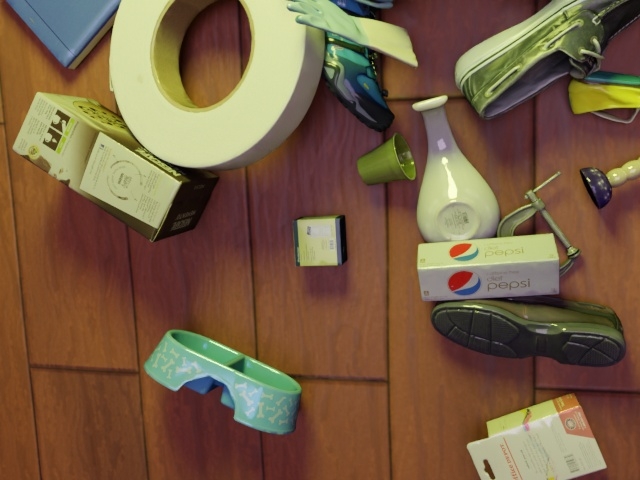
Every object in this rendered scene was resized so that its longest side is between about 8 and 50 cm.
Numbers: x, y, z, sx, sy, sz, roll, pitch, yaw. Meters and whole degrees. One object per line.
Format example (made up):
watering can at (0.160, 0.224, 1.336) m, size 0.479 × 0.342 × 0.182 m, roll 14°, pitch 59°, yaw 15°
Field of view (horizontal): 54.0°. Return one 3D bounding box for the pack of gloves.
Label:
pack of gloves at (0.024, -0.350, 0.931) m, size 0.046 × 0.232 × 0.195 m, roll -42°, pitch 49°, yaw 42°

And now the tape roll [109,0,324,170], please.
tape roll at (-0.179, -0.307, 1.025) m, size 0.391 × 0.072 × 0.392 m, roll 1°, pitch 92°, yaw 27°

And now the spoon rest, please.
spoon rest at (0.213, -0.103, 1.038) m, size 0.137 × 0.084 × 0.277 m, roll -11°, pitch 109°, yaw 15°

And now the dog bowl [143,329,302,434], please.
dog bowl at (-0.168, 0.246, 1.127) m, size 0.297 × 0.166 × 0.074 m, roll 22°, pitch 91°, yaw 9°

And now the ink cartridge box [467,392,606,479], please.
ink cartridge box at (0.359, 0.351, 1.064) m, size 0.198 × 0.067 × 0.115 m, roll -23°, pitch 92°, yaw 13°

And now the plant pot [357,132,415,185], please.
plant pot at (0.107, -0.129, 1.055) m, size 0.079 × 0.083 × 0.083 m, roll -18°, pitch 94°, yaw 28°

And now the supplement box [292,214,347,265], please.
supplement box at (0.000, 0.000, 1.102) m, size 0.083 × 0.056 × 0.083 m, roll -1°, pitch 98°, yaw 13°

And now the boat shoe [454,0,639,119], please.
boat shoe at (0.369, -0.288, 0.934) m, size 0.335 × 0.121 × 0.119 m, roll -30°, pitch 63°, yaw 25°

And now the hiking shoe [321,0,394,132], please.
hiking shoe at (0.049, -0.323, 1.015) m, size 0.132 × 0.113 × 0.304 m, roll -31°, pitch 90°, yaw 16°

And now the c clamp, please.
c clamp at (0.367, -0.010, 1.025) m, size 0.137 × 0.022 × 0.161 m, roll -31°, pitch 100°, yaw 16°

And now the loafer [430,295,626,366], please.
loafer at (0.339, 0.134, 1.040) m, size 0.302 × 0.095 × 0.109 m, roll 9°, pitch 130°, yaw 16°

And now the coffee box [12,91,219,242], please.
coffee box at (-0.352, -0.132, 1.107) m, size 0.297 × 0.168 × 0.119 m, roll 32°, pitch 104°, yaw 7°

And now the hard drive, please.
hard drive at (-0.422, -0.502, 1.135) m, size 0.318 × 0.040 × 0.210 m, roll -42°, pitch 87°, yaw 15°

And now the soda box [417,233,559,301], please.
soda box at (0.267, 0.044, 1.012) m, size 0.216 × 0.069 × 0.074 m, roll -5°, pitch 126°, yaw 14°

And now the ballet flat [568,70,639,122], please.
ballet flat at (0.498, -0.215, 0.957) m, size 0.230 × 0.077 × 0.077 m, roll 7°, pitch 121°, yaw 15°

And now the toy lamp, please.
toy lamp at (0.540, -0.139, 0.950) m, size 0.274 × 0.080 × 0.080 m, roll -25°, pitch 92°, yaw 17°
